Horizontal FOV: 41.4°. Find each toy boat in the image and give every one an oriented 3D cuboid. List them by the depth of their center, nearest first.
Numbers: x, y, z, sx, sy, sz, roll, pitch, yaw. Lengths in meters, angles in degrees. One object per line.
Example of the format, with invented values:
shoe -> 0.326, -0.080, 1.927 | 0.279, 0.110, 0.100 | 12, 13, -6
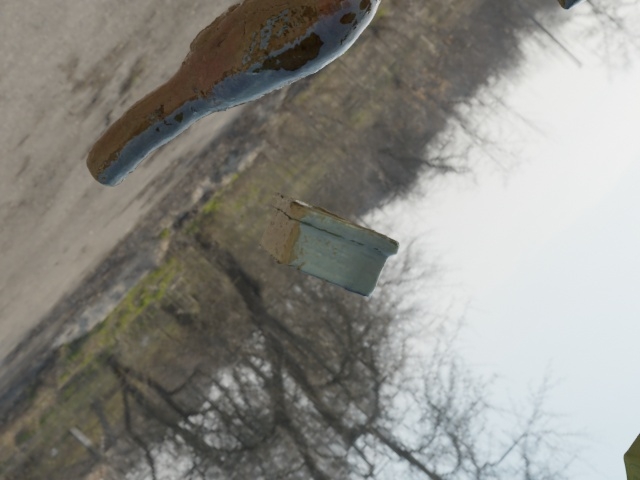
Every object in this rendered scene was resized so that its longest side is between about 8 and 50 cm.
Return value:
toy boat -> 0.000, 0.000, 0.839 | 0.188, 0.116, 0.061 | -143, -107, -78

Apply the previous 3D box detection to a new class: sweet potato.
sweet potato -> -0.105, -0.190, 0.946 | 0.385, 0.109, 0.109 | -28, -173, 14

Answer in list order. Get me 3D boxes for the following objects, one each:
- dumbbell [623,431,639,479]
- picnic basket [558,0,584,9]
dumbbell -> 0.505, 0.297, 1.007 | 0.108, 0.121, 0.302 | -16, -174, -25
picnic basket -> 0.280, -0.319, 0.803 | 0.178, 0.138, 0.128 | -29, -162, 24
